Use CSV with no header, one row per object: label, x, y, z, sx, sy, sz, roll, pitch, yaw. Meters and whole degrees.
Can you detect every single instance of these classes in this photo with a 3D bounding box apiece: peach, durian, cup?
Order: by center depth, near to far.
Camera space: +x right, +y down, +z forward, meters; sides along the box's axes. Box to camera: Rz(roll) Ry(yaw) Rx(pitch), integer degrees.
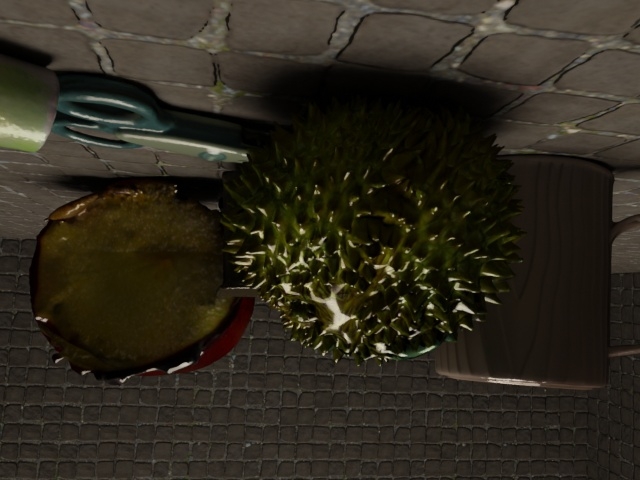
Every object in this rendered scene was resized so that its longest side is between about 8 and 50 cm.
durian,0.052,-0.001,0.508,0.291,0.224,0.291,-13,166,-3
cup,0.283,0.046,0.699,0.288,0.273,0.208,5,168,-3
peach,-0.296,0.070,0.964,0.353,0.339,0.417,7,177,-40

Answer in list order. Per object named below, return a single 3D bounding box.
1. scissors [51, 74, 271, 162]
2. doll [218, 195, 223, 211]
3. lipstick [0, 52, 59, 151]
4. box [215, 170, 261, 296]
scissors,-0.117,-0.103,0.548,0.289,0.041,0.138,6,166,-25
doll,-0.120,-0.055,0.952,0.091,0.067,0.219,-4,176,3
lipstick,-0.331,-0.119,0.334,0.076,0.076,0.304,-2,173,44
box,0.000,0.002,0.730,0.273,0.143,0.184,1,170,-10
